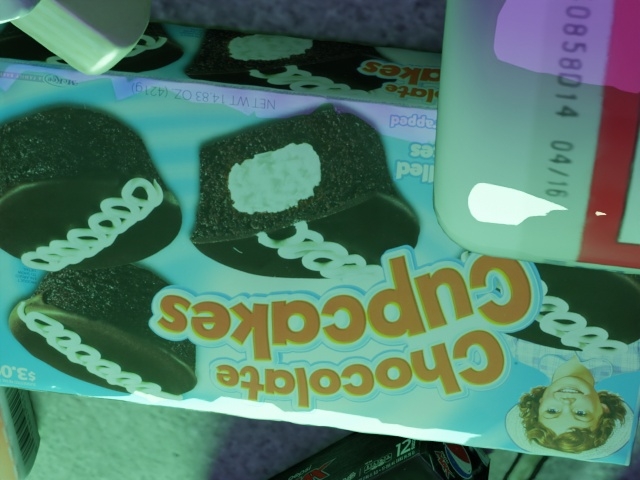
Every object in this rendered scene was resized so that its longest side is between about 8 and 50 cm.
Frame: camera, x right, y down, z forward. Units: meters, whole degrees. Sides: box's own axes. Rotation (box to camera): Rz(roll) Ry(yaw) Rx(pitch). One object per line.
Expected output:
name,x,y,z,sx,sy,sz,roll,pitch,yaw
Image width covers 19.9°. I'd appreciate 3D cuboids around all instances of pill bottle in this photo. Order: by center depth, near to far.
pill bottle,0.254,-0.086,0.664,0.408,0.229,0.229,7,123,6

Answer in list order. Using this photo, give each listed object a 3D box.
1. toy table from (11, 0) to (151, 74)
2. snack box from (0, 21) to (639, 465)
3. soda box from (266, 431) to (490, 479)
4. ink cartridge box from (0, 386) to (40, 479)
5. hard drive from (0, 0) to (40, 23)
toy table,-0.148,-0.191,0.664,0.252,0.161,0.274,28,142,-10
snack box,0.000,0.000,0.864,0.322,0.060,0.187,6,123,6
soda box,0.006,0.149,0.962,0.169,0.053,0.060,-31,113,26
ink cartridge box,-0.249,0.062,0.959,0.179,0.045,0.145,-3,121,9
hard drive,-0.233,-0.193,0.538,0.210,0.040,0.318,-5,127,27
